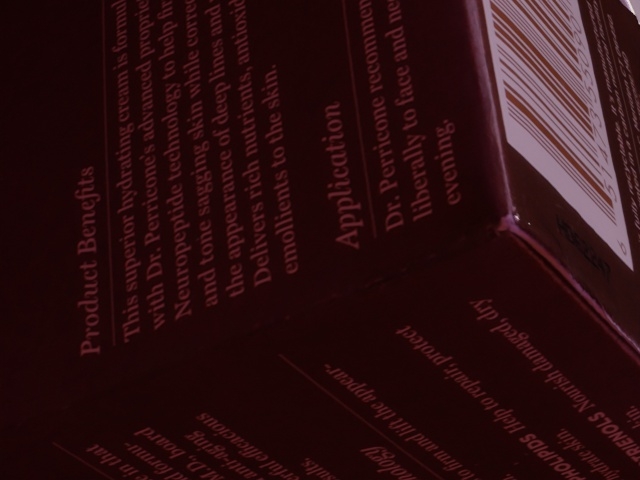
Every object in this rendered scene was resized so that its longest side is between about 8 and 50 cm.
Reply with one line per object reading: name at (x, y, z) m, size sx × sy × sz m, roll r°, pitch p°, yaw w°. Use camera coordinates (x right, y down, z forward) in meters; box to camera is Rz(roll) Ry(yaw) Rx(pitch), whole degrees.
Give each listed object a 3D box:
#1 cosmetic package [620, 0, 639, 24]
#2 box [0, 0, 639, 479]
cosmetic package at (0.183, 0.054, 0.987) m, size 0.453 × 0.161 × 0.230 m, roll 65°, pitch 24°, yaw -5°
box at (0.000, 0.000, 0.595) m, size 0.167 × 0.203 × 0.168 m, roll 39°, pitch 36°, yaw -47°
